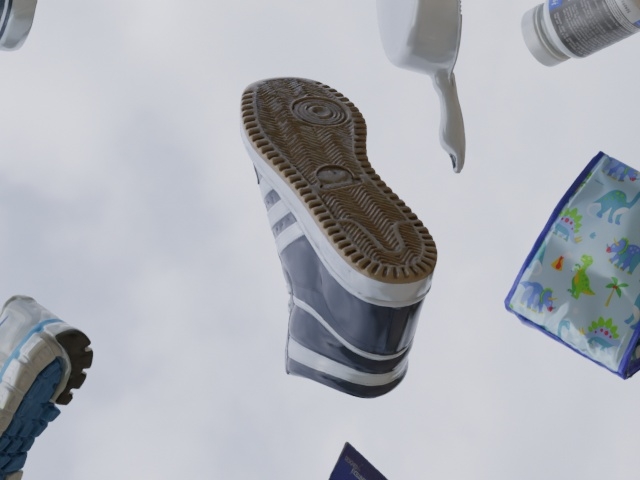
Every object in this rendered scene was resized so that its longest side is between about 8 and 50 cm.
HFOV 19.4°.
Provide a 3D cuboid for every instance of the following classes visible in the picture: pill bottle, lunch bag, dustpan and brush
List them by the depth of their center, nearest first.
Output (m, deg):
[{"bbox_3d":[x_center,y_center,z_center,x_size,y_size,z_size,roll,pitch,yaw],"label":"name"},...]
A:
[{"bbox_3d":[0.240,0.027,1.513,0.151,0.129,0.096,-50,-37,-12],"label":"lunch bag"},{"bbox_3d":[0.090,-0.159,1.526,0.060,0.147,0.211,4,-100,-14],"label":"dustpan and brush"},{"bbox_3d":[0.279,-0.233,1.921,0.078,0.137,0.078,26,-128,-39],"label":"pill bottle"}]

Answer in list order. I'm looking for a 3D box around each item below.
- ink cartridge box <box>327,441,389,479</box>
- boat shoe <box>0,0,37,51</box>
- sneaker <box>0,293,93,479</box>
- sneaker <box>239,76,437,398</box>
[{"bbox_3d":[0.002,0.350,1.566,0.165,0.065,0.332,45,-114,-50],"label":"ink cartridge box"},{"bbox_3d":[-0.195,-0.172,1.005,0.083,0.183,0.065,-5,-126,-18],"label":"boat shoe"},{"bbox_3d":[-0.232,0.119,1.265,0.190,0.083,0.071,-53,-39,4],"label":"sneaker"},{"bbox_3d":[0.000,0.000,1.439,0.099,0.282,0.153,-8,-51,-20],"label":"sneaker"}]
